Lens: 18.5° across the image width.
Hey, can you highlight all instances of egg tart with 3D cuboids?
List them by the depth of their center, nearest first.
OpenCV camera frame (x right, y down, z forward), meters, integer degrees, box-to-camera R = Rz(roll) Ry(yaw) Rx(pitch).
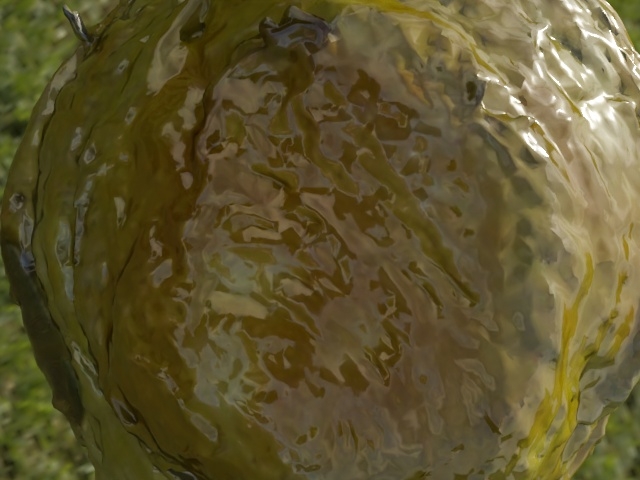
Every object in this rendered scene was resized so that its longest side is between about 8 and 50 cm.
[{"bbox_3d":[0.000,0.000,0.900,0.339,0.351,0.153,43,4,9],"label":"egg tart"}]
